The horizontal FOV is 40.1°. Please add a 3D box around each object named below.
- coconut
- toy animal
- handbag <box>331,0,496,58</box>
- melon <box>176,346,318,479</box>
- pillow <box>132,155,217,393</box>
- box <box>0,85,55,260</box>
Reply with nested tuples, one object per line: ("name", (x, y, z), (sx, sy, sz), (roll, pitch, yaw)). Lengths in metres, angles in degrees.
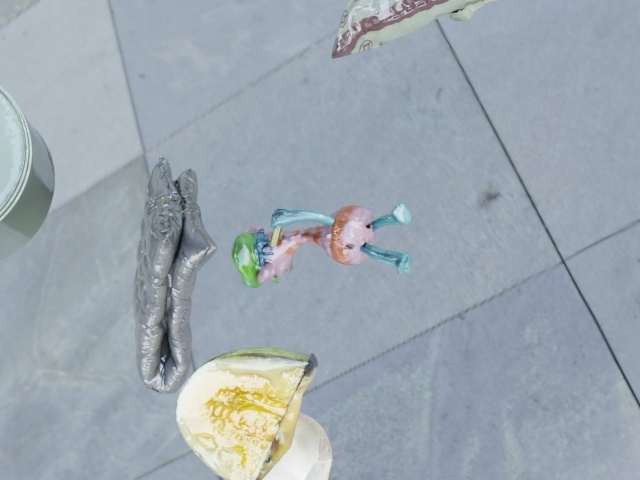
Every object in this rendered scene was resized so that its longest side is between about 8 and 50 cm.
("coconut", (-0.060, 0.358, 1.432), (0.170, 0.183, 0.171), (5, 45, -5))
("toy animal", (0.000, 0.000, 0.979), (0.208, 0.103, 0.100), (-2, 55, 20))
("handbag", (0.124, -0.284, 0.878), (0.235, 0.127, 0.213), (-13, 38, 31))
("melon", (-0.074, 0.155, 0.871), (0.079, 0.128, 0.160), (-84, 17, -67))
("pillow", (-0.248, 0.062, 1.414), (0.228, 0.101, 0.326), (-108, 29, -52))
("box", (-0.453, -0.088, 1.067), (0.226, 0.149, 0.226), (1, 78, -5))
